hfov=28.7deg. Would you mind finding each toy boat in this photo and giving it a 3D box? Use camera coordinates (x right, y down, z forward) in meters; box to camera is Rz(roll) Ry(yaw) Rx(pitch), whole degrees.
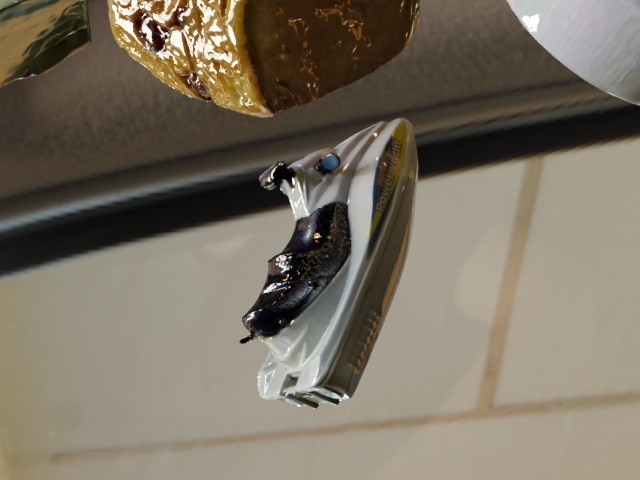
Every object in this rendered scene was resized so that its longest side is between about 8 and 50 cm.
[{"bbox_3d":[0.004,0.007,1.082,0.141,0.269,0.141,8,-17,2],"label":"toy boat"}]

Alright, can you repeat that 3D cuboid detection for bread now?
[{"bbox_3d":[-0.034,-0.168,0.727,0.158,0.149,0.143,-25,-59,-32],"label":"bread"}]

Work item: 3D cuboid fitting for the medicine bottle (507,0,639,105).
[{"bbox_3d":[0.167,-0.172,0.368,0.161,0.111,0.296,6,-39,-22],"label":"medicine bottle"}]

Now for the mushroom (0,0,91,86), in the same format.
[{"bbox_3d":[-0.251,-0.049,0.468,0.333,0.107,0.087,-9,-21,-8],"label":"mushroom"}]
